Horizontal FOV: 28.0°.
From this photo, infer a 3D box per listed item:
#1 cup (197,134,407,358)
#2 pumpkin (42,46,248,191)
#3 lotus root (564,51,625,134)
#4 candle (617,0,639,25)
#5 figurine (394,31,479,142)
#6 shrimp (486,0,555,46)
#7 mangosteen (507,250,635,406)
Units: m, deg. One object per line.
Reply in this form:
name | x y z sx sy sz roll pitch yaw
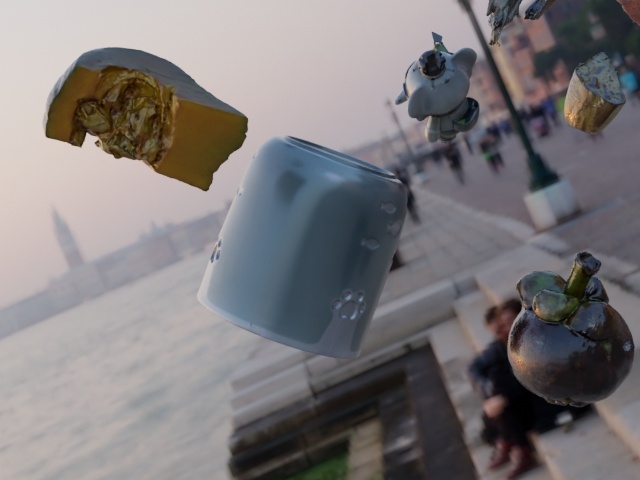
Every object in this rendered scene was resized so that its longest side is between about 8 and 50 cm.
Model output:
cup | 0.000 0.000 1.950 0.259 0.275 0.356 23 8 17
pumpkin | -0.224 -0.167 1.661 0.126 0.248 0.131 -98 32 -67
lotus root | 0.511 -0.272 2.446 0.095 0.135 0.159 10 32 -12
candle | 0.584 -0.392 1.966 0.316 0.287 0.131 -12 7 -36
figurine | 0.181 -0.229 1.973 0.147 0.126 0.192 -48 -28 -14
shrimp | 0.336 -0.405 2.083 0.047 0.126 0.223 6 70 63
mangosteen | 0.317 0.121 1.638 0.172 0.184 0.172 -12 -12 -2
